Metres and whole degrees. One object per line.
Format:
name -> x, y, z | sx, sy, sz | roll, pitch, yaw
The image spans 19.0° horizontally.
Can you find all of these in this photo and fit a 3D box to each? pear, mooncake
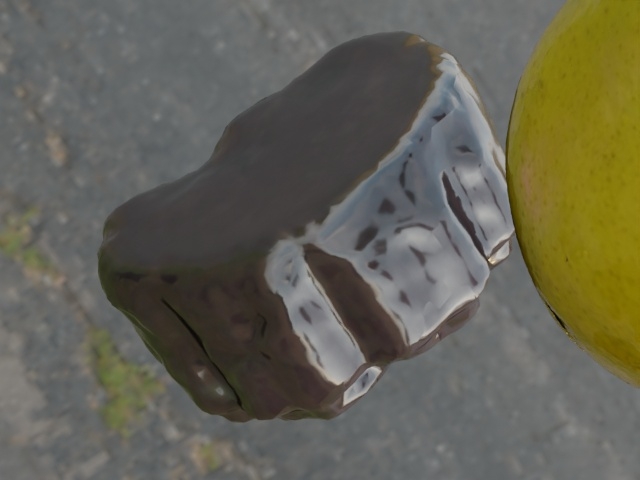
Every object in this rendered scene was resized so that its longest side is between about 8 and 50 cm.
pear -> 0.244, -0.057, 1.029 | 0.285, 0.336, 0.285 | 5, 63, -11
mooncake -> 0.000, 0.000, 1.716 | 0.212, 0.381, 0.350 | 57, 8, -20
